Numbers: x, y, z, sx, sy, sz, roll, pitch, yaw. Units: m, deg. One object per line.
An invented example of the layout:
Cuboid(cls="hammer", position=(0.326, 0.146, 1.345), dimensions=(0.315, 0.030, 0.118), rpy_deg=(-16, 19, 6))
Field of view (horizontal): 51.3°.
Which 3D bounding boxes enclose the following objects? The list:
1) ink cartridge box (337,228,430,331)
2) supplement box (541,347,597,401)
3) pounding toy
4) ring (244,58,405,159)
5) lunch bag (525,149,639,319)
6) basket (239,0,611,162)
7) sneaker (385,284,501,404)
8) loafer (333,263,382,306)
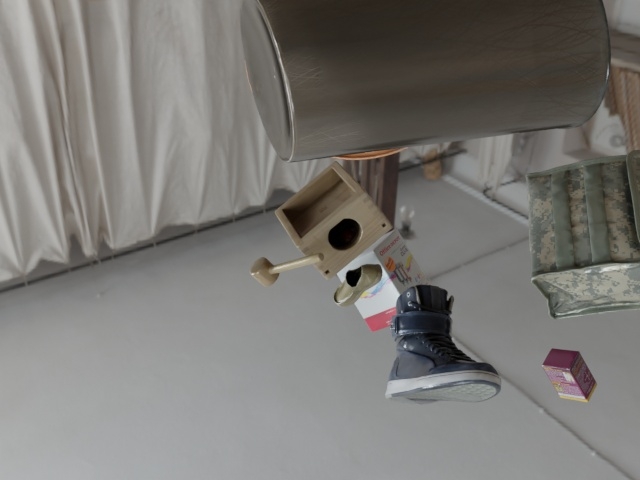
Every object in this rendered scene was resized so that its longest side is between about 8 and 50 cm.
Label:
Cuboid(cls="ink cartridge box", position=(0.144, 0.088, 1.510), dimensions=(0.127, 0.176, 0.128), rpy_deg=(-27, -173, 39))
Cuboid(cls="supplement box", position=(0.423, 0.228, 1.131), dimensions=(0.055, 0.083, 0.043), rpy_deg=(-1, -140, 52))
Cuboid(cls="pounding toy", position=(-0.001, 0.008, 0.994), dimensions=(0.206, 0.094, 0.181), rpy_deg=(-40, -147, 3))
Cuboid(cls="ring", position=(0.058, -0.270, 0.883), dimensions=(0.337, 0.336, 0.032), rpy_deg=(13, 179, 19))
Cuboid(cls="lunch bag", position=(0.498, -0.016, 1.089), dimensions=(0.287, 0.169, 0.235), rpy_deg=(-11, -130, 29))
Cuboid(cls="basket", position=(0.065, -0.148, 0.512), dimensions=(0.227, 0.154, 0.204), rpy_deg=(-17, -119, -13))
Cuboid(cls="sneaker", position=(0.161, 0.131, 0.889), dimensions=(0.086, 0.226, 0.163), rpy_deg=(18, -110, -19))
Cuboid(cls="loafer", position=(0.067, 0.087, 1.373), dimensions=(0.050, 0.148, 0.056), rpy_deg=(21, -135, -27))
